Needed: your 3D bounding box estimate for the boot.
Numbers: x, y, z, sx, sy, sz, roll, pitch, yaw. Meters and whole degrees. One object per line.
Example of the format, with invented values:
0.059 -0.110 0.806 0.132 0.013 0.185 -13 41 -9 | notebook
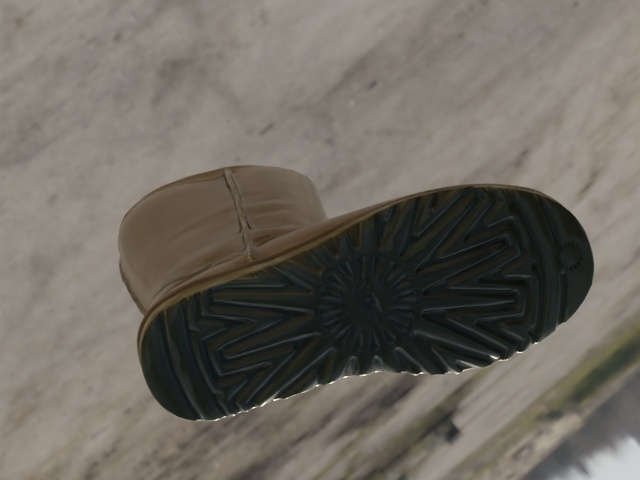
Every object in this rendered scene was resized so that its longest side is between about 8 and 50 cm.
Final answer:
0.000 0.000 0.798 0.236 0.089 0.269 -11 -166 -5 | boot
